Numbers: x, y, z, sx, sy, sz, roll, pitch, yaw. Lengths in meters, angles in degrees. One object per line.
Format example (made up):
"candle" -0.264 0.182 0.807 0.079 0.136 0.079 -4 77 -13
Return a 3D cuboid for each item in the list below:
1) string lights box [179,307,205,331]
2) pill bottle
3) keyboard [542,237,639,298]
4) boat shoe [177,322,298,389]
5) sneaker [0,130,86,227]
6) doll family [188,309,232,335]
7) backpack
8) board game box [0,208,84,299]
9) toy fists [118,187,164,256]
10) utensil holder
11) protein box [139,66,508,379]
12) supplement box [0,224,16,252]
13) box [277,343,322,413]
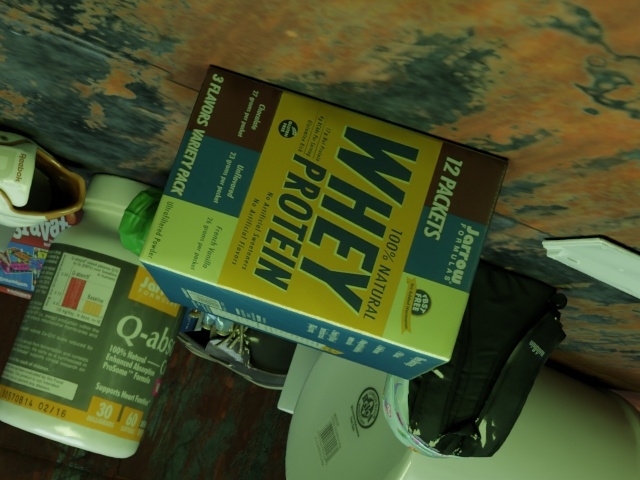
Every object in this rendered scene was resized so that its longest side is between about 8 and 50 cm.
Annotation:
"string lights box" -0.279 0.097 1.730 0.133 0.076 0.260 16 180 10
"pill bottle" -0.232 0.080 1.150 0.162 0.278 0.162 18 170 3
"keyboard" 0.295 0.046 0.848 0.256 0.014 0.072 22 163 -23
"boat shoe" -0.148 0.176 1.890 0.356 0.132 0.130 8 165 38
"sneaker" -0.352 -0.087 1.034 0.123 0.105 0.290 -3 166 38
"doll family" -0.167 0.042 1.352 0.193 0.111 0.076 21 -169 -12
"backpack" 0.131 0.113 0.987 0.152 0.181 0.115 18 169 -5
"board game box" -0.352 0.014 1.397 0.281 0.145 0.027 10 -164 36
"toy fists" -0.070 0.020 1.090 0.142 0.096 0.279 23 175 34
"utensil holder" 0.196 0.286 1.397 0.386 0.327 0.328 27 166 -27
"protein box" 0.000 0.000 0.754 0.201 0.135 0.200 18 169 1
"supplement box" -0.518 -0.065 1.391 0.240 0.073 0.130 18 170 32
"box" 0.107 0.250 1.746 0.215 0.168 0.345 13 167 23
